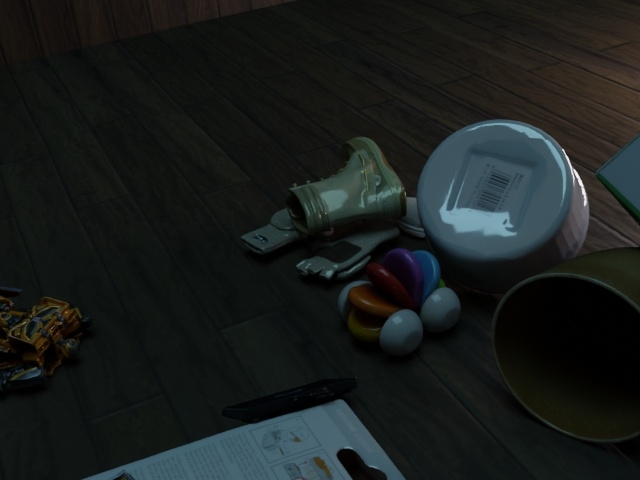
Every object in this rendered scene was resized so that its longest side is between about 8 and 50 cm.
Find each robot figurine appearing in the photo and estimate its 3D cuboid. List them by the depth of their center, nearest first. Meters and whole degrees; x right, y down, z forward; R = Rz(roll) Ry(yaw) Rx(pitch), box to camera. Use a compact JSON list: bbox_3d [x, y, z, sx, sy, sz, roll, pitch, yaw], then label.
[{"bbox_3d":[-0.520,0.146,1.329,0.291,0.085,0.211,5,34,18],"label":"robot figurine"}]

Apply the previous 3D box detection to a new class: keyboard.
[{"bbox_3d":[-0.034,0.217,1.124,0.180,0.023,0.108,-10,-4,-34],"label":"keyboard"}]

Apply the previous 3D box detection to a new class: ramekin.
[{"bbox_3d":[0.290,-0.062,1.344,0.277,0.135,0.277,-7,69,19],"label":"ramekin"}]

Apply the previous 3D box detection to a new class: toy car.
[{"bbox_3d":[0.119,0.079,1.281,0.182,0.136,0.159,-25,36,-28],"label":"toy car"}]

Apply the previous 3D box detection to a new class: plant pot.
[{"bbox_3d":[0.399,0.109,1.124,0.237,0.237,0.254,19,32,35],"label":"plant pot"}]

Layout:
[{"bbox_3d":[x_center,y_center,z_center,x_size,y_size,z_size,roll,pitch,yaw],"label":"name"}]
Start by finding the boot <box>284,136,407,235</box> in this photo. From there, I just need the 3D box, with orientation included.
[{"bbox_3d":[0.027,-0.104,1.554,0.204,0.095,0.262,-15,37,-10],"label":"boot"}]

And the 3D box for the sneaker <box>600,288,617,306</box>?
[{"bbox_3d":[0.481,0.081,1.306,0.170,0.068,0.071,-25,10,-24],"label":"sneaker"}]

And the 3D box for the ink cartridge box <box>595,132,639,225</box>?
[{"bbox_3d":[0.554,-0.014,1.185,0.121,0.289,0.211,-45,45,14],"label":"ink cartridge box"}]

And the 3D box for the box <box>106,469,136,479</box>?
[{"bbox_3d":[-0.214,0.315,0.893,0.094,0.027,0.137,-25,37,-36],"label":"box"}]

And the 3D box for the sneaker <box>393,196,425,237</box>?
[{"bbox_3d":[0.253,-0.063,1.502,0.263,0.121,0.099,12,35,27],"label":"sneaker"}]

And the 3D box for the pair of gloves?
[{"bbox_3d":[0.000,0.000,1.519,0.240,0.042,0.204,21,42,36],"label":"pair of gloves"}]

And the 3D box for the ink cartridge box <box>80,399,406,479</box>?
[{"bbox_3d":[-0.079,0.351,0.943,0.385,0.091,0.308,-13,32,-22],"label":"ink cartridge box"}]
